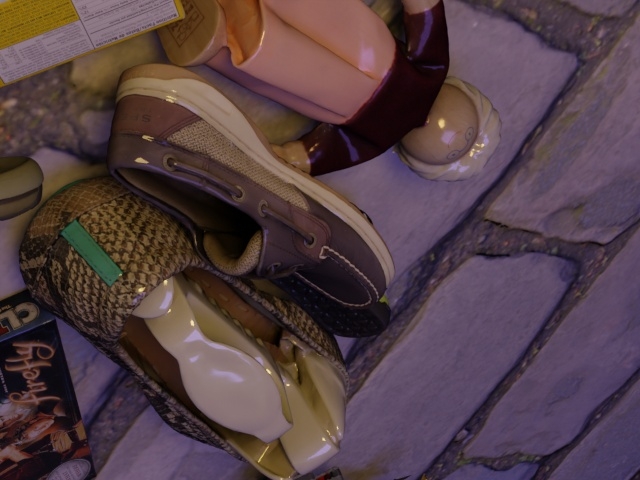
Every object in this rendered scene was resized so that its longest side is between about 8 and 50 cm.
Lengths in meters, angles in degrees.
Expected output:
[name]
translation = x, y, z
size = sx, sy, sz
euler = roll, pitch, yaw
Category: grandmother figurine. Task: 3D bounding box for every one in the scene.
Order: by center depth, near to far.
[grandmother figurine]
translation = 0.027, -0.123, 0.987
size = 0.208, 0.104, 0.342
euler = -43, 143, 23

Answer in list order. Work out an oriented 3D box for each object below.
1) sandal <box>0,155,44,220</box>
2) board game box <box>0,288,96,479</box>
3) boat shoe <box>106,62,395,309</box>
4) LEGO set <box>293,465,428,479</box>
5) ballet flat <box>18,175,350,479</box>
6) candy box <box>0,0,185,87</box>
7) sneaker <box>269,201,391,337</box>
[sandal]
translation = -0.321, -0.045, 0.786
size = 0.302, 0.120, 0.086
euler = -9, 108, -36
[board game box]
translation = -0.289, 0.159, 1.079
size = 0.165, 0.042, 0.243
euler = -23, 142, -18
[boat shoe]
translation = -0.052, -0.015, 0.932
size = 0.285, 0.103, 0.092
euler = 42, 58, -40
[LEGO set]
translation = -0.028, 0.358, 1.453
size = 0.255, 0.192, 0.331
euler = -31, 163, 24
[ballet flat]
translation = -0.074, 0.114, 1.090
size = 0.164, 0.182, 0.483
euler = -45, 145, -1
[candy box]
translation = -0.193, -0.140, 0.792
size = 0.206, 0.027, 0.105
euler = -21, 157, -4
[sneaker]
translation = 0.000, 0.000, 1.123
size = 0.084, 0.097, 0.235
euler = -6, 147, 20
